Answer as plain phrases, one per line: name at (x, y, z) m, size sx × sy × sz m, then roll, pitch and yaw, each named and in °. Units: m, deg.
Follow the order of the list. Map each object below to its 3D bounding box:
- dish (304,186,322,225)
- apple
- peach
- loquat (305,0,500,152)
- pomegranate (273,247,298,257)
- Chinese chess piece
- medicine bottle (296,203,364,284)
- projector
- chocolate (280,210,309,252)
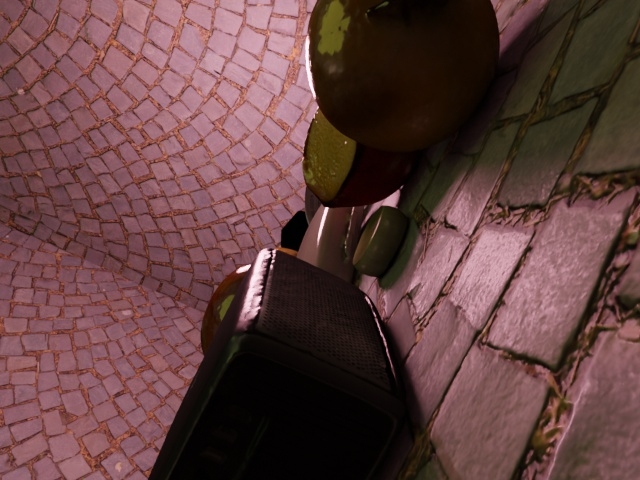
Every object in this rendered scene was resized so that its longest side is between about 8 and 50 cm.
dish at (0.072, -0.131, 1.598) m, size 0.273 × 0.134 × 0.273 m, roll -4°, pitch 86°, yaw 59°
apple at (-0.116, 0.183, 1.077) m, size 0.309 × 0.278 × 0.250 m, roll 135°, pitch 141°, yaw -63°
peach at (0.087, -0.191, 1.110) m, size 0.248 × 0.245 × 0.274 m, roll -91°, pitch 27°, yaw -61°
loquat at (0.137, -0.325, 0.823) m, size 0.359 × 0.329 × 0.328 m, roll 116°, pitch 178°, yaw -75°
pomegranate at (-0.120, 0.137, 1.656) m, size 0.233 × 0.233 × 0.233 m, roll -63°, pitch 6°, yaw 12°
Chinese chess piece at (0.116, 0.002, 0.974) m, size 0.144 × 0.059 × 0.144 m, roll -63°, pitch 4°, yaw 8°
medicine bottle at (0.009, 0.050, 1.326) m, size 0.375 × 0.123 × 0.282 m, roll -78°, pitch 14°, yaw -45°
projector at (-0.075, 0.255, 0.724) m, size 0.395 × 0.242 × 0.405 m, roll -61°, pitch 8°, yaw 10°
chocolate at (0.000, 0.000, 1.801) m, size 0.177 × 0.206 × 0.224 m, roll -8°, pitch -27°, yaw -41°
